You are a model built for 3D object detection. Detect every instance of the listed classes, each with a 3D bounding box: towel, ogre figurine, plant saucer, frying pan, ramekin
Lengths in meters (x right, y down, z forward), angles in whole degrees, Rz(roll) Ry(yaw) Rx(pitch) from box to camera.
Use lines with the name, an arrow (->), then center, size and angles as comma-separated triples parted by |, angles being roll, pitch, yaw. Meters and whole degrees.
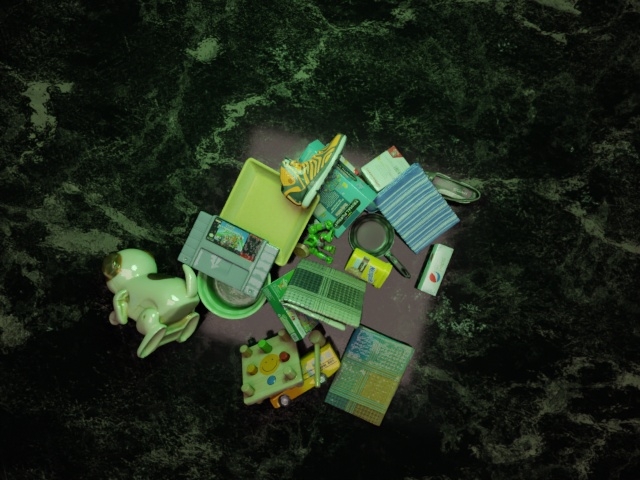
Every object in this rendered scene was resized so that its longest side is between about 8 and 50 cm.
towel -> 0.405, -0.130, 1.750 | 0.243, 0.040, 0.336 | -39, 107, 8
ogre figurine -> 0.000, 0.000, 1.774 | 0.118, 0.197, 0.096 | 12, 48, 22
plant saucer -> -0.211, -0.116, 1.696 | 0.333, 0.081, 0.332 | 29, 99, 4
towel -> 0.210, 0.580, 1.795 | 0.272, 0.040, 0.369 | 24, 91, 3
towel -> 0.026, 0.218, 1.700 | 0.325, 0.312, 0.056 | 20, 121, 2
frying pan -> 0.280, 0.008, 1.804 | 0.326, 0.053, 0.197 | 26, 90, 0
plant saucer -> -0.087, 0.048, 1.797 | 0.084, 0.083, 0.015 | 30, 47, 2
ramekin -> -0.352, 0.172, 1.759 | 0.304, 0.148, 0.303 | 0, 88, 1

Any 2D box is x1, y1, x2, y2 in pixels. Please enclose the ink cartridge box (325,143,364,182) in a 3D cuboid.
ink cartridge box -> 0.072, -0.290, 1.802 | 0.231, 0.078, 0.134 | 43, 89, 1

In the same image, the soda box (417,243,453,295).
soda box -> 0.493, 0.124, 1.785 | 0.069, 0.074, 0.216 | 22, 89, 1

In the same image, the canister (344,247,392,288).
canister -> 0.202, 0.118, 1.771 | 0.170, 0.073, 0.126 | 27, 131, 4

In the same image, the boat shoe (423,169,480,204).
boat shoe -> 0.524, -0.235, 1.783 | 0.336, 0.095, 0.112 | 16, 92, 1

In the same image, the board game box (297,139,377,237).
board game box -> 0.031, -0.209, 1.729 | 0.336, 0.079, 0.253 | 43, 132, 1

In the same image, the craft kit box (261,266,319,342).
craft kit box -> -0.099, 0.256, 1.709 | 0.061, 0.247, 0.249 | -33, 88, 26

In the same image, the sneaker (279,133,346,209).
sneaker -> -0.044, -0.292, 1.562 | 0.180, 0.124, 0.321 | 33, 92, 3

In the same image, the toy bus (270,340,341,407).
toy bus -> -0.071, 0.570, 1.762 | 0.333, 0.108, 0.130 | -31, 88, 0

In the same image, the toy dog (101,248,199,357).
toy dog -> -0.712, 0.205, 1.685 | 0.408, 0.285, 0.395 | 38, 118, 17

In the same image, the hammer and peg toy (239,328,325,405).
hammer and peg toy -> -0.152, 0.491, 1.677 | 0.362, 0.265, 0.127 | -24, 130, 8

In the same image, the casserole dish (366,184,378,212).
casserole dish -> 0.252, -0.199, 1.818 | 0.188, 0.037, 0.114 | -35, 88, -1

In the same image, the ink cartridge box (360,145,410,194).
ink cartridge box -> 0.275, -0.297, 1.768 | 0.175, 0.072, 0.127 | -34, 81, -2

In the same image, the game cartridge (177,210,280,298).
game cartridge -> -0.363, 0.052, 1.653 | 0.355, 0.068, 0.230 | 26, 95, 4
